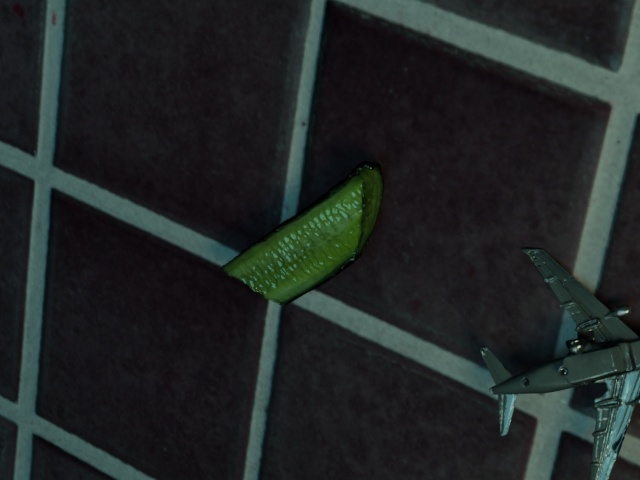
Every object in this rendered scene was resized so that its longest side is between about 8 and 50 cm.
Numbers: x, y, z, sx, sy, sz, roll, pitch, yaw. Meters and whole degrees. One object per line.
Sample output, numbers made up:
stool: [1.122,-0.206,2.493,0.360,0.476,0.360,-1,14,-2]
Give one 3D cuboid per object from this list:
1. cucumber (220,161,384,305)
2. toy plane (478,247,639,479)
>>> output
cucumber: [0.000,0.000,1.666,0.220,0.046,0.070,-35,88,42]
toy plane: [0.234,0.105,1.526,0.226,0.058,0.226,-19,80,40]
